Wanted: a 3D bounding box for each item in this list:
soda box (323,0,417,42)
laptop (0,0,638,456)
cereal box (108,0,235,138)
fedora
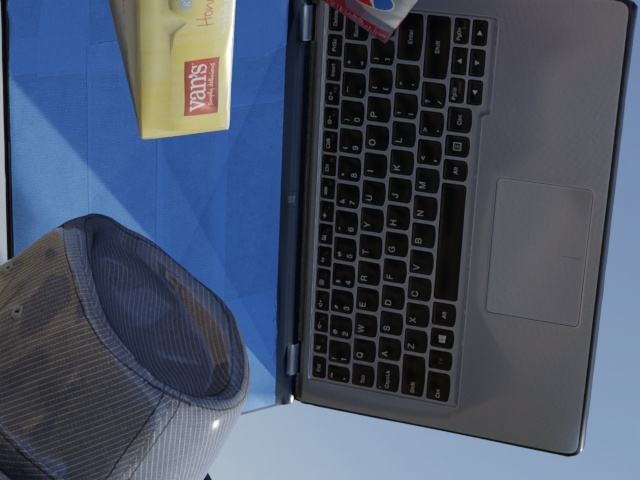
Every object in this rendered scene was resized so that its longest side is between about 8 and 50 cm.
[{"bbox_3d":[0.052,-0.214,0.891,0.083,0.092,0.263,33,-7,-3],"label":"soda box"},{"bbox_3d":[0.000,0.000,1.043,0.236,0.408,0.381,-40,136,-63],"label":"laptop"},{"bbox_3d":[-0.081,-0.187,0.608,0.173,0.047,0.240,97,-20,-48],"label":"cereal box"},{"bbox_3d":[-0.132,0.067,0.813,0.244,0.124,0.275,34,12,-23],"label":"fedora"}]
